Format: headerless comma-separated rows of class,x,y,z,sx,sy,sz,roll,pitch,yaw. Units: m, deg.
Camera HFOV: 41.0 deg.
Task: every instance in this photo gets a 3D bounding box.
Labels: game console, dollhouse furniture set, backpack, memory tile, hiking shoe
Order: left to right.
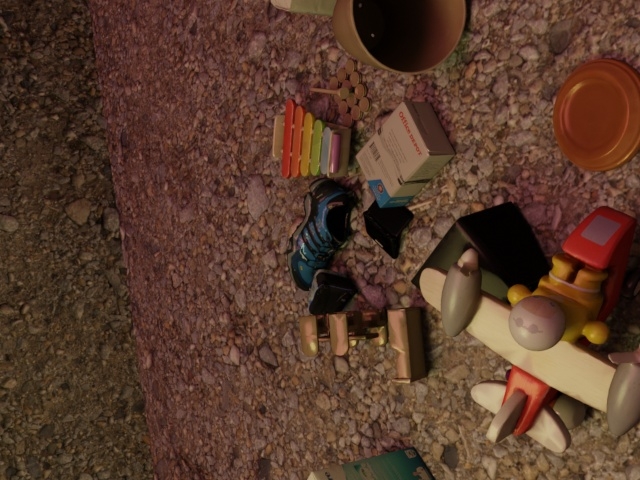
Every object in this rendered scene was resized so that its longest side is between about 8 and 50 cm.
hiking shoe,0.000,0.000,2.137,0.132,0.113,0.303,36,121,48
backpack,0.021,0.132,2.135,0.084,0.105,0.114,-100,28,-48
memory tile,0.073,-0.358,2.088,0.113,0.012,0.148,-41,60,48
dollhouse furniture set,0.105,0.240,1.941,0.242,0.212,0.160,-6,86,27
game console,0.161,-0.036,1.998,0.122,0.071,0.107,47,159,42

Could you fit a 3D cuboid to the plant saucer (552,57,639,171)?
plant saucer,0.486,-0.221,1.508,0.200,0.037,0.199,7,99,53

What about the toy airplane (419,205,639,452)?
toy airplane,0.364,0.164,1.397,0.386,0.272,0.384,-20,70,26

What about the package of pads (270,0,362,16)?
package of pads,0.014,-0.665,1.954,0.101,0.229,0.296,34,121,48

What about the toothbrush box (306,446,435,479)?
toothbrush box,0.087,0.601,1.921,0.126,0.296,0.216,55,135,36

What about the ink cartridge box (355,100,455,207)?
ink cartridge box,0.185,-0.189,1.886,0.203,0.086,0.148,-47,57,45

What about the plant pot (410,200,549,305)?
plant pot,0.325,0.060,1.653,0.167,0.188,0.187,50,132,21

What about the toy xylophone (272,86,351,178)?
toy xylophone,-0.016,-0.270,2.143,0.323,0.081,0.236,12,103,60

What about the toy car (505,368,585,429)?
toy car,0.401,0.265,1.588,0.159,0.136,0.181,19,108,52

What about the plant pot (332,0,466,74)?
plant pot,0.131,-0.476,1.829,0.274,0.257,0.256,-162,72,-68
